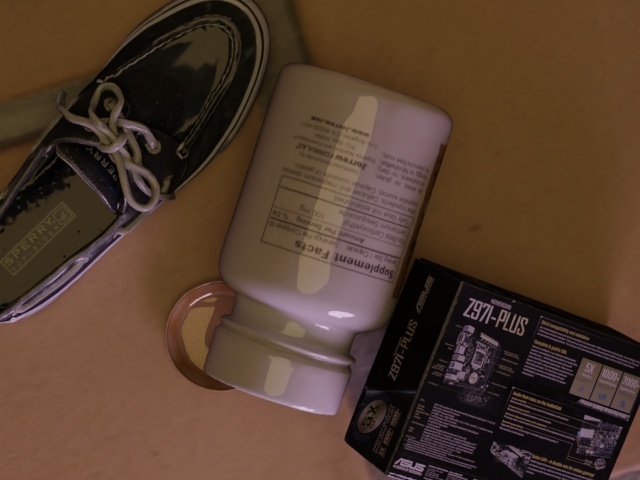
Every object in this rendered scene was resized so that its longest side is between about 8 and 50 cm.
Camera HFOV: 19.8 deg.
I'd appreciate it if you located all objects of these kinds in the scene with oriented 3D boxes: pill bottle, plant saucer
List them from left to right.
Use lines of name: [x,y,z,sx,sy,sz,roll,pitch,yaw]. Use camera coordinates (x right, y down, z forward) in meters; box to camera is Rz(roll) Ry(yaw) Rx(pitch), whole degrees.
plant saucer: [-0.074,0.071,1.370,0.083,0.015,0.083,0,94,-3]
pill bottle: [0.000,0.000,1.303,0.131,0.131,0.229,18,91,-4]

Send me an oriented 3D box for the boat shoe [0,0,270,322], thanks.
boat shoe: [-0.153,-0.061,1.310,0.306,0.105,0.113,-42,95,2]

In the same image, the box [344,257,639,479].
box: [0.130,0.113,1.323,0.180,0.077,0.147,19,95,-25]
